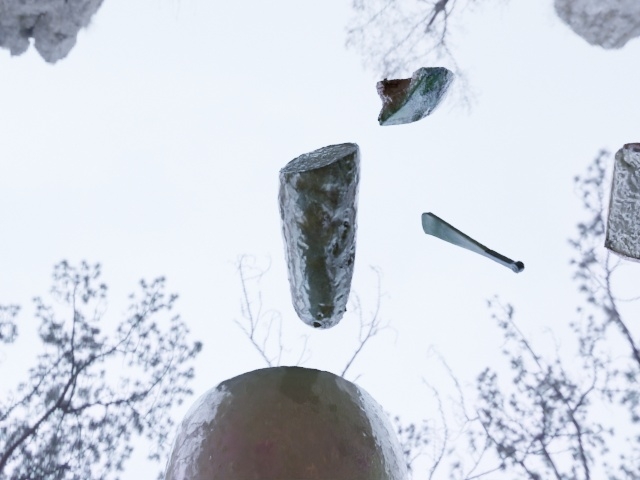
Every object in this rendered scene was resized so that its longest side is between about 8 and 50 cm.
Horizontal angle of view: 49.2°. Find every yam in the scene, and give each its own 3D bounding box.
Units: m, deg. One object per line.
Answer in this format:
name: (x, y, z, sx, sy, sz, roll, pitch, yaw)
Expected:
yam: (0.000, 0.000, 1.108, 0.133, 0.330, 0.133, -1, -149, 1)

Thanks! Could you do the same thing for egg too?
egg: (-0.046, 0.402, 0.949, 0.355, 0.354, 0.339, 17, -149, -13)

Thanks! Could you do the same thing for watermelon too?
watermelon: (0.159, -0.237, 1.070, 0.155, 0.101, 0.080, -4, -125, -33)

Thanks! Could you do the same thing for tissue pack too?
tissue pack: (0.630, -0.061, 1.207, 0.271, 0.124, 0.201, 0, -85, -29)

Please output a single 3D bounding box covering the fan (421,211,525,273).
fan: (0.206, 0.004, 0.967, 0.016, 0.038, 0.193, -23, -147, -25)
